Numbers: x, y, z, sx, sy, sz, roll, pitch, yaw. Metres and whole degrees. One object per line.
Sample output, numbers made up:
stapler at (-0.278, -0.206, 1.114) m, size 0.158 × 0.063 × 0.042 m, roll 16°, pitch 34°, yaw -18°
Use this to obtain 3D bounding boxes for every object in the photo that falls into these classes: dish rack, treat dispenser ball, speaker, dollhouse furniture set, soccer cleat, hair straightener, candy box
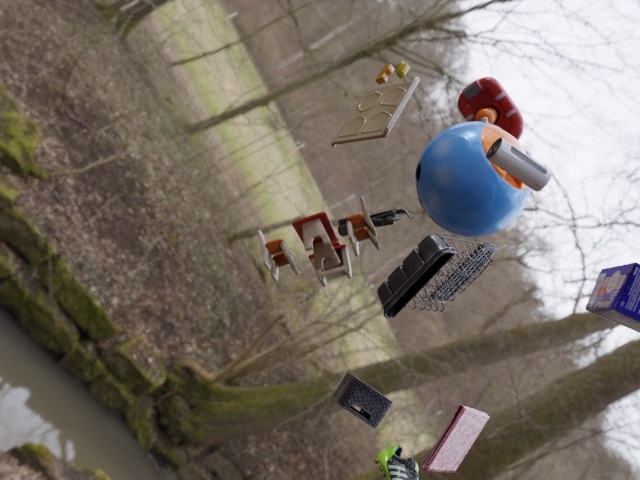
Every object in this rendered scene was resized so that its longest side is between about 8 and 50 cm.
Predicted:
dish rack at (0.262, 0.078, 1.573) m, size 0.271 × 0.208 × 0.074 m, roll 9°, pitch 42°, yaw -44°
treat dispenser ball at (0.381, -0.152, 1.845) m, size 0.288 × 0.288 × 0.288 m, roll 63°, pitch 0°, yaw 0°
speaker at (0.420, -0.161, 1.566) m, size 0.136 × 0.055 × 0.055 m, roll 32°, pitch 6°, yaw -10°
dollhouse furniture set at (0.000, 0.000, 1.758) m, size 0.259 × 0.261 × 0.135 m, roll 65°, pitch 8°, yaw -64°
soccer cleat at (0.171, 0.478, 1.470) m, size 0.060 × 0.072 × 0.179 m, roll 61°, pitch -5°, yaw -37°
hair straightener at (0.161, -0.047, 2.187) m, size 0.089 × 0.230 × 0.047 m, roll -79°, pitch 157°, yaw -57°
candy box at (0.778, 0.166, 1.610) m, size 0.317 × 0.122 × 0.268 m, roll 25°, pitch -1°, yaw 8°

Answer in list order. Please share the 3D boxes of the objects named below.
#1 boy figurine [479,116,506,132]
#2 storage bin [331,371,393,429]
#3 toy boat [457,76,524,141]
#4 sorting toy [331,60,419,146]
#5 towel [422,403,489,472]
boy figurine at (0.468, -0.264, 2.124) m, size 0.285 × 0.092 × 0.178 m, roll -129°, pitch -145°, yaw -81°
storage bin at (0.107, 0.417, 1.936) m, size 0.122 × 0.084 × 0.180 m, roll 34°, pitch -8°, yaw -1°
toy boat at (0.511, -0.375, 2.234) m, size 0.231 × 0.151 × 0.151 m, roll 54°, pitch 32°, yaw -1°
sorting toy at (0.172, -0.377, 2.014) m, size 0.229 × 0.307 × 0.041 m, roll -5°, pitch -43°, yaw 50°
towel at (0.368, 0.541, 2.000) m, size 0.031 × 0.199 × 0.275 m, roll 31°, pitch -2°, yaw 31°
